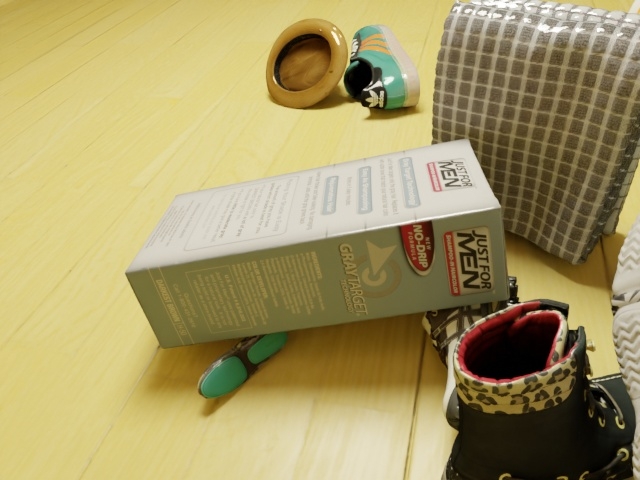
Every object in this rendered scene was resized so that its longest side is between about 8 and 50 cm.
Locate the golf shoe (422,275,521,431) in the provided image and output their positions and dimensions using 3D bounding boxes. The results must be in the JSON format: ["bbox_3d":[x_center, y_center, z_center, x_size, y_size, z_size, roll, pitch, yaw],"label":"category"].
[{"bbox_3d":[0.142,0.110,0.555,0.094,0.077,0.198,2,31,30],"label":"golf shoe"}]

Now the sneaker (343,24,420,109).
[{"bbox_3d":[0.096,-0.358,1.115,0.121,0.108,0.302,-10,39,-9],"label":"sneaker"}]

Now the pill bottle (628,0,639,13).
[{"bbox_3d":[0.706,-0.366,0.972,0.162,0.162,0.278,-26,41,-21],"label":"pill bottle"}]

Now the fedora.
[{"bbox_3d":[-0.020,-0.356,1.132,0.194,0.194,0.079,17,5,28],"label":"fedora"}]

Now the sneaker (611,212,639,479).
[{"bbox_3d":[0.316,0.120,0.346,0.210,0.137,0.365,14,70,-19],"label":"sneaker"}]

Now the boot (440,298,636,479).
[{"bbox_3d":[0.204,0.121,0.430,0.236,0.178,0.085,-18,36,-10],"label":"boot"}]

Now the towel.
[{"bbox_3d":[0.251,-0.126,0.652,0.235,0.283,0.121,22,43,29],"label":"towel"}]

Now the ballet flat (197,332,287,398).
[{"bbox_3d":[-0.087,0.130,0.595,0.114,0.041,0.041,-33,44,-29],"label":"ballet flat"}]

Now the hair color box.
[{"bbox_3d":[0.000,0.000,0.623,0.374,0.113,0.185,-10,29,10],"label":"hair color box"}]
